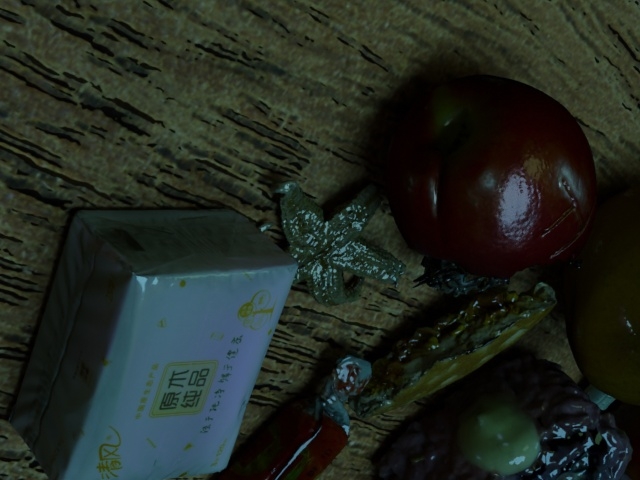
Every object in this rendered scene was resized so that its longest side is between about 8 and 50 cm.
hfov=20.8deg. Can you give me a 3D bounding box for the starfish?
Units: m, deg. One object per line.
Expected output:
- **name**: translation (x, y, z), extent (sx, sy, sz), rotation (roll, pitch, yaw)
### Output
- **starfish**: translation (0.006, 0.005, 1.647), extent (0.150, 0.053, 0.210), rotation (-45, 139, -10)

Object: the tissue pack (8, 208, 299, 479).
- **tissue pack**: translation (-0.145, 0.094, 1.527), extent (0.185, 0.124, 0.225), rotation (-1, 121, -39)

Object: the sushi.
- **sushi**: translation (0.203, 0.262, 1.939), extent (0.270, 0.171, 0.236), rotation (-29, 137, -14)

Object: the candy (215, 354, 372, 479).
- **candy**: translation (-0.045, 0.234, 1.780), extent (0.292, 0.059, 0.086), rotation (-49, 144, 2)

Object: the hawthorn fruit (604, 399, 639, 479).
- **hawthorn fruit**: translation (0.409, 0.250, 2.128), extent (0.235, 0.181, 0.181), rotation (-22, 140, 8)

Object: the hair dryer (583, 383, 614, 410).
- **hair dryer**: translation (0.359, 0.200, 2.048), extent (0.075, 0.206, 0.237), rotation (20, 131, -42)

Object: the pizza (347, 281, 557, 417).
- **pizza**: translation (0.138, 0.111, 1.837), extent (0.246, 0.058, 0.127), rotation (-34, 163, 2)

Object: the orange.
- **orange**: translation (0.354, 0.055, 1.901), extent (0.249, 0.183, 0.249), rotation (-17, 115, -42)

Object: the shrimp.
- **shrimp**: translation (0.137, 0.022, 1.734), extent (0.233, 0.090, 0.079), rotation (-18, 132, -61)

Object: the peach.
- **peach**: translation (0.166, -0.046, 1.647), extent (0.190, 0.196, 0.226), rotation (-20, 142, 19)
